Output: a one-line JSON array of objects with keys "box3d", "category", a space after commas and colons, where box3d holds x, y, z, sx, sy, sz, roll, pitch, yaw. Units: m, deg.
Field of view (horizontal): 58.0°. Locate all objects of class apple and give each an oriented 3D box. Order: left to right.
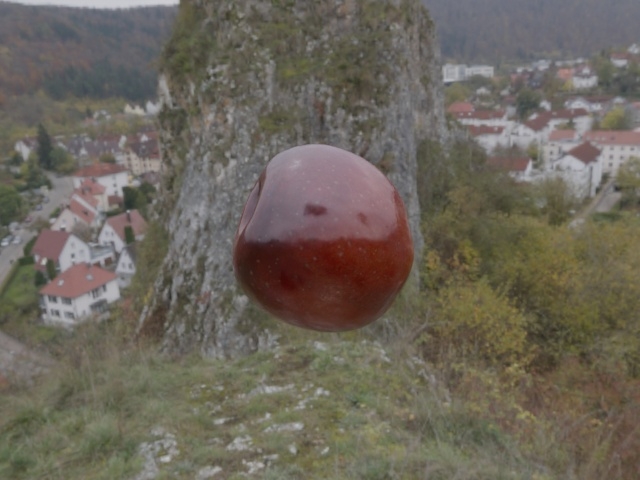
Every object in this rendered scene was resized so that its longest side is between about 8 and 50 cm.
[{"box3d": [0.000, 0.000, 0.694, 0.201, 0.218, 0.218, 15, 12, -17], "category": "apple"}]
